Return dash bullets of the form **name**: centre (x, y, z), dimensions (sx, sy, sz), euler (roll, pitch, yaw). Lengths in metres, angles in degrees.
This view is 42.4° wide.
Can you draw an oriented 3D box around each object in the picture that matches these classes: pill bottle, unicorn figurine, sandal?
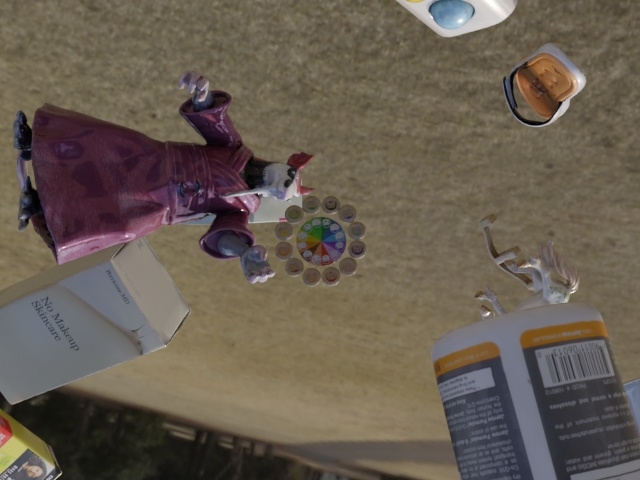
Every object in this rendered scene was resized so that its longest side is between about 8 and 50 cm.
- **pill bottle**: centre (0.204, 0.206, 0.727), dimensions (0.162, 0.278, 0.162), euler (-11, 164, -3)
- **unicorn figurine**: centre (0.229, 0.083, 0.934), dimensions (0.111, 0.060, 0.162), euler (38, 116, -19)
- **sandal**: centre (0.299, -0.210, 1.164), dimensions (0.102, 0.076, 0.265), euler (49, -176, 6)

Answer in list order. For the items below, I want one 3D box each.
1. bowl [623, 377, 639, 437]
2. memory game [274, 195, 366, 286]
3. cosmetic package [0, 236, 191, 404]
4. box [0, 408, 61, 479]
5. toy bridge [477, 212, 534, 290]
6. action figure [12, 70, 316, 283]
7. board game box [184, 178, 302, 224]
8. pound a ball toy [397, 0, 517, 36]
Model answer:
- **bowl**: centre (0.500, 0.306, 1.364), dimensions (0.142, 0.141, 0.053), euler (-16, 179, -22)
- **memory game**: centre (0.000, 0.000, 1.615), dimensions (0.186, 0.186, 0.012), euler (16, 171, 1)
- **cosmetic package**: centre (-0.377, 0.120, 1.259), dimensions (0.310, 0.113, 0.160), euler (-23, 108, 22)
- **box**: centre (-0.399, 0.218, 0.922), dimensions (0.058, 0.087, 0.232), euler (36, 163, 50)
- **toy bridge**: centre (0.391, 0.031, 1.729), dimensions (0.188, 0.026, 0.063), euler (52, 143, -6)
- **action figure**: centre (-0.184, -0.059, 1.031), dimensions (0.371, 0.247, 0.276), euler (-1, 174, -22)
- **board game box**: centre (-0.223, -0.082, 1.726), dimensions (0.304, 0.097, 0.224), euler (2, -176, 38)
- **pound a ball toy**: centre (0.132, -0.357, 0.942), dimensions (0.208, 0.135, 0.319), euler (-6, 162, 40)
